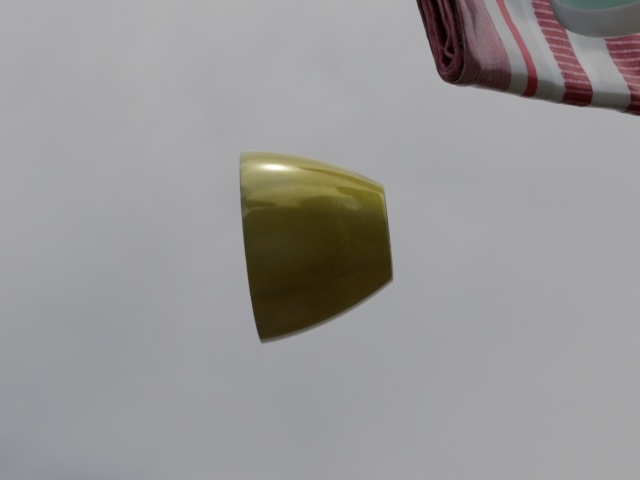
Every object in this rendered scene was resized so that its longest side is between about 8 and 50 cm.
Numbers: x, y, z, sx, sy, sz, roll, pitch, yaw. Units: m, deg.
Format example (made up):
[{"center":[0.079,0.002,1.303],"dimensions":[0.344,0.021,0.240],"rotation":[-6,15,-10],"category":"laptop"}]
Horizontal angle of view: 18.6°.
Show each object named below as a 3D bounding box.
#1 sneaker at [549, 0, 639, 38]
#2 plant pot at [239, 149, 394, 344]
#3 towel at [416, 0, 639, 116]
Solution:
[{"center":[0.179,-0.237,1.271],"dimensions":[0.094,0.256,0.151],"rotation":[-14,-59,5],"category":"sneaker"},{"center":[0.000,0.000,1.337],"dimensions":[0.095,0.134,0.134],"rotation":[-6,-40,2],"category":"plant pot"},{"center":[0.177,-0.213,1.520],"dimensions":[0.037,0.237,0.329],"rotation":[-29,-22,38],"category":"towel"}]
